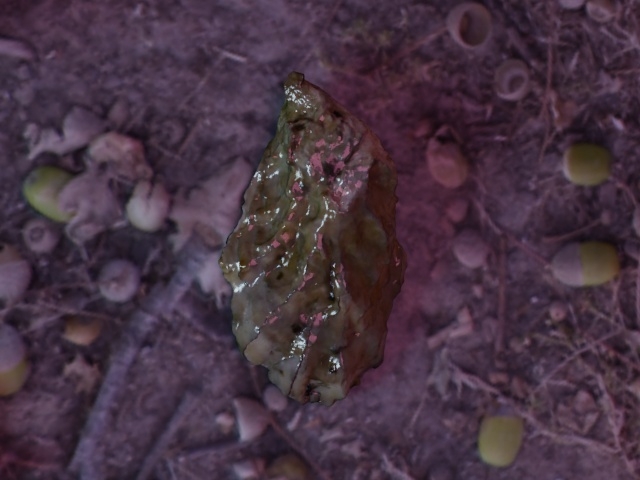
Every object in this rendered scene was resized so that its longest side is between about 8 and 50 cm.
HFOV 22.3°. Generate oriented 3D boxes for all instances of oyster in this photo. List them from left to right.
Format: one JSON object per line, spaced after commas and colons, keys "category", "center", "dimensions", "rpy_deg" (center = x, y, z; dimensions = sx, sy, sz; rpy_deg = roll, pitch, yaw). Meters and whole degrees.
{"category": "oyster", "center": [0.007, 0.007, 1.087], "dimensions": [0.133, 0.072, 0.209], "rpy_deg": [19, 84, -13]}
